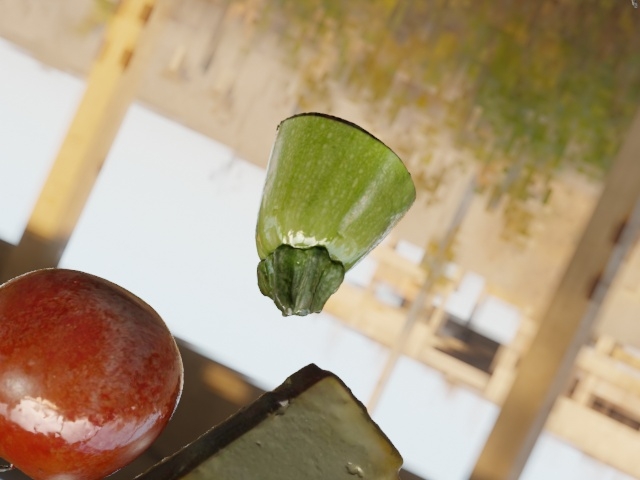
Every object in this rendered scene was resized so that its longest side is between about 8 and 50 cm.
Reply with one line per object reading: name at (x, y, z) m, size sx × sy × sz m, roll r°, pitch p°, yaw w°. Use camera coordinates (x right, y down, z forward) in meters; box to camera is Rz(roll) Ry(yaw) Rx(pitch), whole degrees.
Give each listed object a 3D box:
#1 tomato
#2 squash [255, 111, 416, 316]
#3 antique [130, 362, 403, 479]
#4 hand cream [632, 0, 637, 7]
tomato at (-0.176, 0.095, 1.420) m, size 0.167 × 0.167 × 0.167 m, roll 24°, pitch -176°, yaw -2°
squash at (-0.009, 0.000, 1.283) m, size 0.105 × 0.132 × 0.105 m, roll 21°, pitch 151°, yaw 12°
antique at (-0.082, 0.228, 1.580) m, size 0.284 × 0.150 × 0.125 m, roll -29°, pitch -107°, yaw -40°
hand cream at (0.216, -0.243, 1.401) m, size 0.039 × 0.163 × 0.062 m, roll -13°, pitch -132°, yaw -15°
